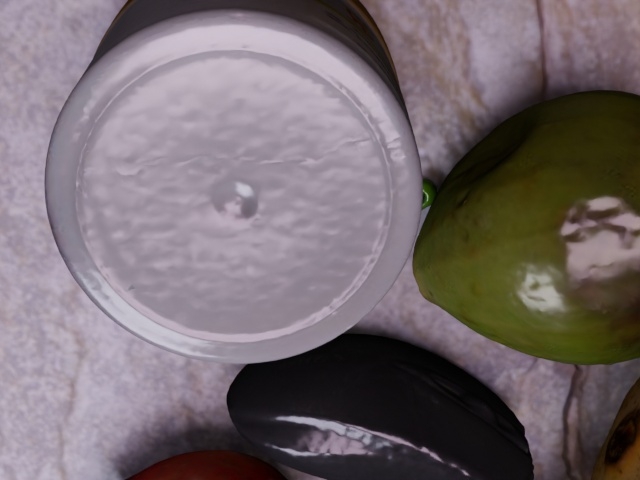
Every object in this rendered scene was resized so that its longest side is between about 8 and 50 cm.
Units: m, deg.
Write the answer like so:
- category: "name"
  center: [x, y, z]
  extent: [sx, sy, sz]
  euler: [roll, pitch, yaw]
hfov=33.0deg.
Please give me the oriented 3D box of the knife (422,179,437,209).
- category: "knife"
  center: [0.000, 0.000, 0.907]
  extent: [0.212, 0.015, 0.054]
  euler: [-29, 104, 11]

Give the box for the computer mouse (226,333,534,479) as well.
- category: "computer mouse"
  center: [0.059, 0.139, 0.903]
  extent: [0.270, 0.137, 0.086]
  euler: [14, 122, -7]

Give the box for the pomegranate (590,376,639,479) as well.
- category: "pomegranate"
  center: [0.354, 0.211, 0.875]
  extent: [0.281, 0.281, 0.281]
  euler: [-1, 114, -2]

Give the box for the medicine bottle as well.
- category: "medicine bottle"
  center: [-0.054, -0.067, 0.756]
  extent: [0.238, 0.232, 0.238]
  euler: [-1, 115, -2]

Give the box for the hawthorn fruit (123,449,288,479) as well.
- category: "hawthorn fruit"
  center: [-0.088, 0.287, 0.934]
  extent: [0.250, 0.215, 0.215]
  euler: [-26, 112, 4]

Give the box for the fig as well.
- category: "fig"
  center: [0.183, -0.005, 0.809]
  extent: [0.230, 0.207, 0.207]
  euler: [-10, 114, 2]
